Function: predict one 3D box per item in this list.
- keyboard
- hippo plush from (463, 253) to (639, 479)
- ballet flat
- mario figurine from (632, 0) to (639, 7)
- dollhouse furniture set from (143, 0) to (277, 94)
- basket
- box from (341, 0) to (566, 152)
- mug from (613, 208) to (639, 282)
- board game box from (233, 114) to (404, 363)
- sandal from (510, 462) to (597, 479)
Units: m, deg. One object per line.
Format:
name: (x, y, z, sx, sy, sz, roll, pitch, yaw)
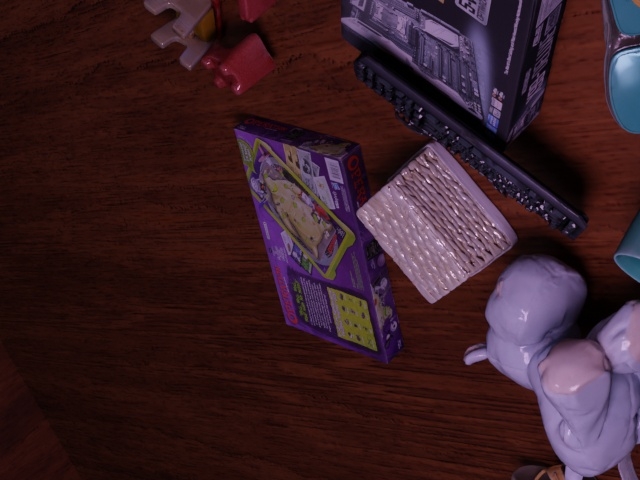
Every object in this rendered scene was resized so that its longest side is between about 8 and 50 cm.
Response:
keyboard: (0.168, -0.103, 1.637, 0.317, 0.033, 0.201, 39, -179, 7)
hippo plush: (0.312, 0.133, 1.672, 0.236, 0.234, 0.294, -125, 21, -46)
ballet flat: (0.314, -0.209, 1.420, 0.072, 0.068, 0.213, -3, 126, 15)
mario figurine: (0.348, -0.314, 1.090, 0.198, 0.170, 0.320, 57, 132, 32)
dollhouse furniture set: (-0.105, -0.330, 1.770, 0.201, 0.152, 0.374, 41, 163, 15)
basket: (0.139, -0.020, 1.774, 0.167, 0.103, 0.113, 51, 146, 2)
box: (0.134, -0.255, 1.503, 0.242, 0.076, 0.307, 38, 161, 16)
mug: (0.382, 0.006, 1.500, 0.129, 0.097, 0.158, 31, 174, -7)
board game box: (0.000, 0.000, 2.018, 0.208, 0.056, 0.347, 16, 133, 37)
sandal: (0.336, 0.323, 1.905, 0.180, 0.072, 0.049, 11, 114, 43)
